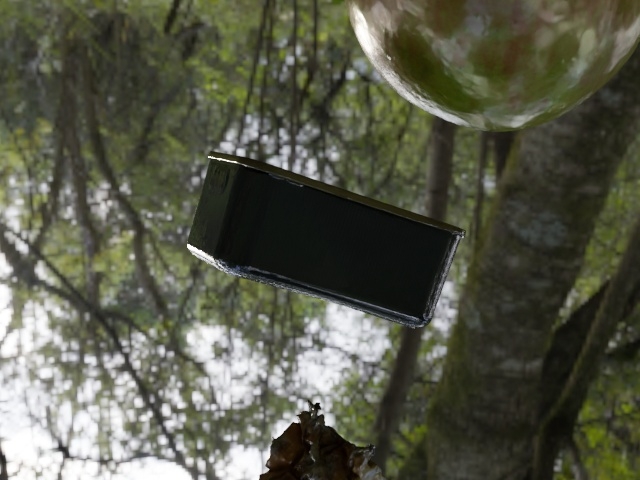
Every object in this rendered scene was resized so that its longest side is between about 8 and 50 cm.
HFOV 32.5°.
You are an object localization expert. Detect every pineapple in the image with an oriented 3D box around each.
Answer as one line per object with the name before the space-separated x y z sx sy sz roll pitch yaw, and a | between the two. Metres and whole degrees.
pineapple | 0.006 0.232 0.778 0.135 0.233 0.079 -38 -142 -15

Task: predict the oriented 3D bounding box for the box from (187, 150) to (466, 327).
box | 0.000 0.000 0.894 0.201 0.090 0.144 18 180 -22

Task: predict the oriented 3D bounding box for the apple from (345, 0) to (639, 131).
apple | 0.141 -0.206 0.849 0.246 0.226 0.246 -6 -136 6
